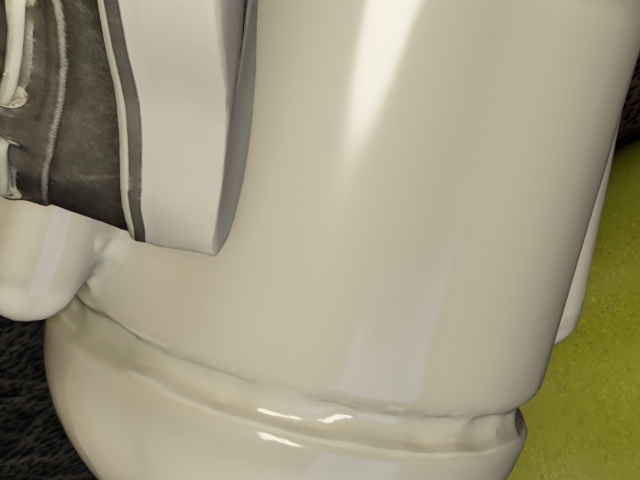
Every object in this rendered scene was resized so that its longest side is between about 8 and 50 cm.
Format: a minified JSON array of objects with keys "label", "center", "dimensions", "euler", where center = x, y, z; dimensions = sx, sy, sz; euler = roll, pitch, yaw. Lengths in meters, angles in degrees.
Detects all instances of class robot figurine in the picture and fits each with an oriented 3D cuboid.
[{"label":"robot figurine","center":[0.007,-0.021,0.737],"dimensions":[0.300,0.200,0.353],"euler":[7,103,-36]}]

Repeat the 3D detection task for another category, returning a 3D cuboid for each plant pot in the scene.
[{"label":"plant pot","center":[0.123,0.101,1.058],"dimensions":[0.293,0.275,0.275],"euler":[-19,150,9]}]

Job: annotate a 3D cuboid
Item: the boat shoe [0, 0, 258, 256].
[{"label":"boat shoe","center":[-0.067,-0.091,0.493],"dimensions":[0.102,0.108,0.301],"euler":[8,156,0]}]
